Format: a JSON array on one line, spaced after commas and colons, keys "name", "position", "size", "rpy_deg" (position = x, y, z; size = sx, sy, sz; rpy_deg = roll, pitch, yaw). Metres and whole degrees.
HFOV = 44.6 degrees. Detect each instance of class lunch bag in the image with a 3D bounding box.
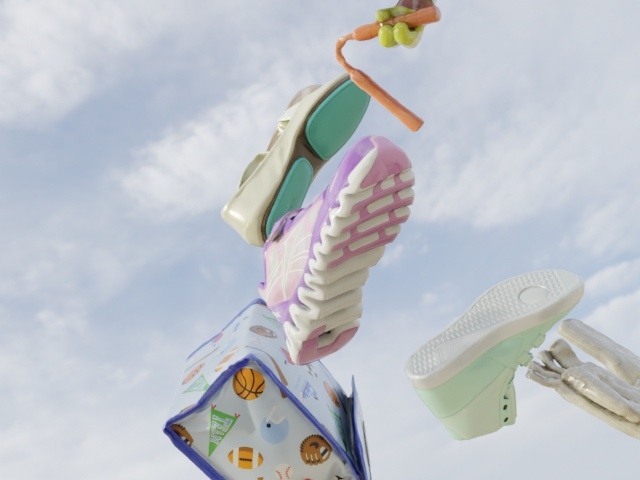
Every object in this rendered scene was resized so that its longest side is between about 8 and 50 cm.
[{"name": "lunch bag", "position": [-0.047, 0.325, 1.344], "size": [0.239, 0.385, 0.328], "rpy_deg": [-40, 9, 7]}]

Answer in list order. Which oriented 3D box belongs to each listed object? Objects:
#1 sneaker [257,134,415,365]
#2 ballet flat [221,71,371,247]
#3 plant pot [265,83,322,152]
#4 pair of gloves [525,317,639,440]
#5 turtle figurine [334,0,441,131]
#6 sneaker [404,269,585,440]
[{"name": "sneaker", "position": [0.000, 0.000, 0.689], "size": [0.095, 0.104, 0.236], "rpy_deg": [-15, -40, -39]}, {"name": "ballet flat", "position": [-0.032, -0.105, 0.901], "size": [0.248, 0.086, 0.086], "rpy_deg": [-58, -28, -21]}, {"name": "plant pot", "position": [-0.061, -0.172, 1.375], "size": [0.032, 0.236, 0.236], "rpy_deg": [23, -52, -14]}, {"name": "pair of gloves", "position": [0.327, 0.162, 0.817], "size": [0.240, 0.204, 0.042], "rpy_deg": [-9, -52, -63]}, {"name": "turtle figurine", "position": [0.051, -0.224, 0.492], "size": [0.087, 0.270, 0.217], "rpy_deg": [-16, -15, -33]}, {"name": "sneaker", "position": [0.242, 0.150, 1.006], "size": [0.256, 0.094, 0.151], "rpy_deg": [-33, -64, -5]}]
